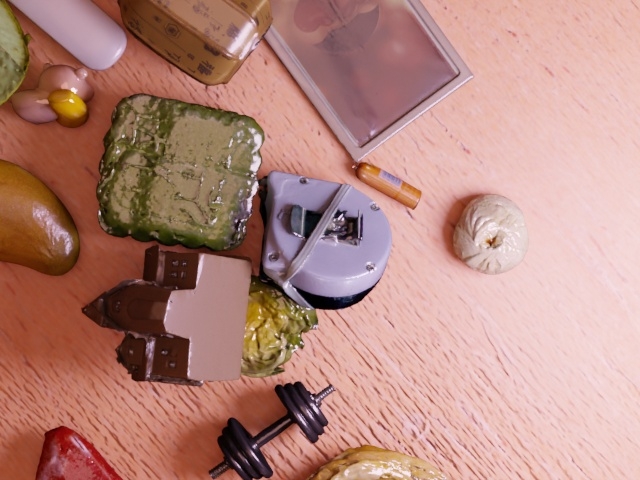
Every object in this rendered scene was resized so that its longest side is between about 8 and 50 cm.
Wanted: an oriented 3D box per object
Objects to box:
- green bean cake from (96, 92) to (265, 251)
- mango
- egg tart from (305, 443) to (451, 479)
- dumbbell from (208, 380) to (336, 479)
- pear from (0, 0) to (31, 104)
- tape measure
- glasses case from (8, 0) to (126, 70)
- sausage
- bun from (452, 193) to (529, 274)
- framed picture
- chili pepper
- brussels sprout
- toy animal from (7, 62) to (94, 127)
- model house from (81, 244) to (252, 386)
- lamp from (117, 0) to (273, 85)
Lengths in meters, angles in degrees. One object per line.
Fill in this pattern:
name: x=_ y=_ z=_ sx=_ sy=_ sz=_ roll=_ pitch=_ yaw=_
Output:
green bean cake: x=-0.190 y=-0.088 z=1.667 sx=0.214 sy=0.113 sz=0.200 roll=12 pitch=93 yaw=-5
mango: x=-0.425 y=-0.034 z=1.657 sx=0.228 sy=0.099 sz=0.136 roll=29 pitch=85 yaw=-14
egg tart: x=0.075 y=0.426 z=1.724 sx=0.291 sy=0.107 sz=0.290 roll=0 pitch=88 yaw=-8
dumbbell: x=-0.066 y=0.264 z=1.702 sx=0.208 sy=0.099 sz=0.099 roll=-36 pitch=95 yaw=-2
pear: x=-0.538 y=-0.265 z=1.621 sx=0.239 sy=0.139 sz=0.288 roll=-39 pitch=100 yaw=12
tape measure: x=0.005 y=0.001 z=1.664 sx=0.181 sy=0.107 sz=0.182 roll=3 pitch=52 yaw=-9
glasses case: x=-0.351 y=-0.311 z=1.672 sx=0.197 sy=0.049 sz=0.076 roll=40 pitch=89 yaw=-6
sausage: x=0.092 y=-0.081 z=1.734 sx=0.107 sy=0.031 sz=0.031 roll=29 pitch=90 yaw=-7
bun: x=0.243 y=-0.008 z=1.734 sx=0.115 sy=0.069 sz=0.115 roll=0 pitch=92 yaw=-7
framed picture: x=0.048 y=-0.285 z=1.729 sx=0.211 sy=0.020 sz=0.289 roll=-36 pitch=96 yaw=-2
chili pepper: x=-0.318 y=0.377 z=1.690 sx=0.252 sy=0.136 sz=0.144 roll=55 pitch=132 yaw=5
brussels sprout: x=-0.102 y=0.115 z=1.694 sx=0.181 sy=0.100 sz=0.139 roll=2 pitch=94 yaw=20
toy animal: x=-0.357 y=-0.199 z=1.671 sx=0.114 sy=0.091 sz=0.082 roll=-4 pitch=74 yaw=24
model house: x=-0.242 y=0.096 z=1.628 sx=0.248 sy=0.176 sz=0.180 roll=-1 pitch=80 yaw=35
lamp: x=-0.166 y=-0.303 z=1.641 sx=0.185 sy=0.161 sz=0.161 roll=38 pitch=89 yaw=-6
